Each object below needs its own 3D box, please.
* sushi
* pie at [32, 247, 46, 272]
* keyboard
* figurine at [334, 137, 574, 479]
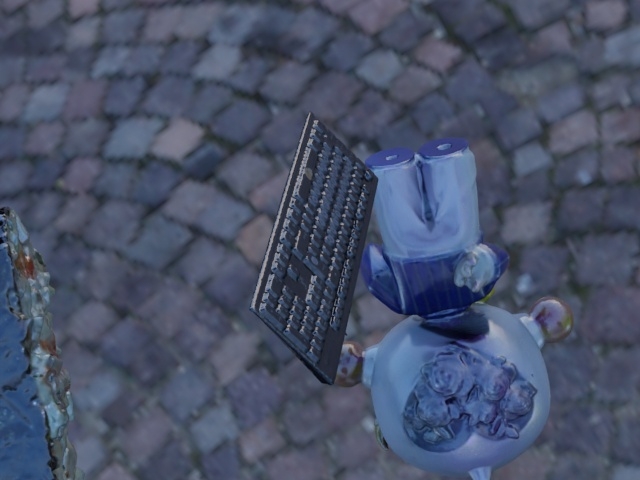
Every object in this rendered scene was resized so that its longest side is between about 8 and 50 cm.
[{"bbox_3d":[-0.150,0.063,0.863,0.078,0.150,0.090,-10,3,-3],"label":"sushi"},{"bbox_3d":[-0.254,0.062,1.241,0.195,0.195,0.046,-40,75,-6],"label":"pie"},{"bbox_3d":[0.000,0.000,1.051,0.010,0.063,0.198,-34,22,27],"label":"keyboard"},{"bbox_3d":[0.111,0.059,1.525,0.194,0.274,0.133,9,15,-7],"label":"figurine"}]
